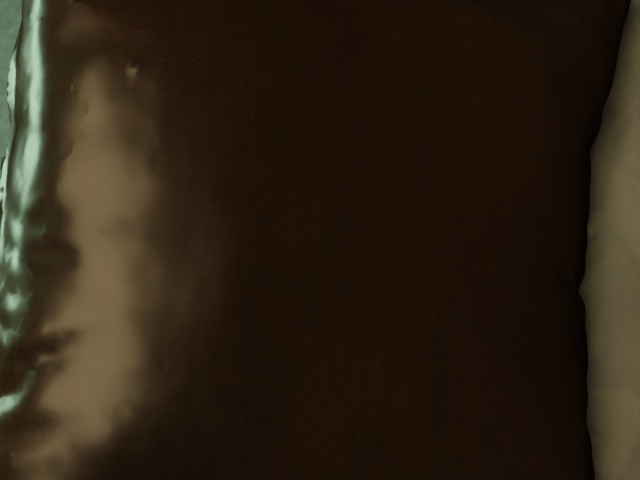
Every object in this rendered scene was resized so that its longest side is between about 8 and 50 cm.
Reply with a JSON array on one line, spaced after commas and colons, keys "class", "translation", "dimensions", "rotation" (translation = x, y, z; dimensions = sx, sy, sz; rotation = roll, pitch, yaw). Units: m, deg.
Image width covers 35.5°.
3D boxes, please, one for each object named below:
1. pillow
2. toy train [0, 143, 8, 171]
[{"class": "pillow", "translation": [0.000, 0.000, 0.475], "dimensions": [0.305, 0.108, 0.308], "rotation": [5, 85, -12]}, {"class": "toy train", "translation": [-0.089, -0.103, 0.576], "dimensions": [0.131, 0.083, 0.204], "rotation": [21, 92, 23]}]
